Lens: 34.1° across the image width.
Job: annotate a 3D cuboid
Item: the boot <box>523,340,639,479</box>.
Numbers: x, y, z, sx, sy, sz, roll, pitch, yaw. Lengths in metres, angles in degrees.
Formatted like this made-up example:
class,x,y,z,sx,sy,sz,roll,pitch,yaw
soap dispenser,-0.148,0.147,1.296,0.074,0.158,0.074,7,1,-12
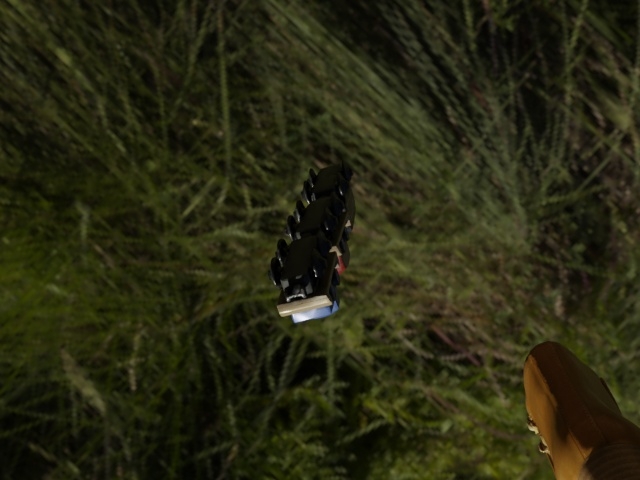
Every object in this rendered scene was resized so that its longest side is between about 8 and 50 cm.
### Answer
class,x,y,z,sx,sy,sz,roll,pitch,yaw
boot,0.250,0.225,0.815,0.104,0.295,0.211,-25,-147,6

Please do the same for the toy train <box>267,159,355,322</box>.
class,x,y,z,sx,sy,sz,roll,pitch,yaw
toy train,0.000,0.000,0.507,0.027,0.036,0.158,-13,-161,12
